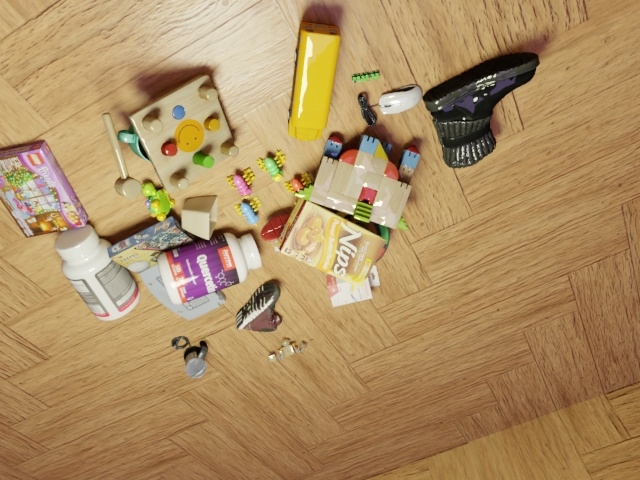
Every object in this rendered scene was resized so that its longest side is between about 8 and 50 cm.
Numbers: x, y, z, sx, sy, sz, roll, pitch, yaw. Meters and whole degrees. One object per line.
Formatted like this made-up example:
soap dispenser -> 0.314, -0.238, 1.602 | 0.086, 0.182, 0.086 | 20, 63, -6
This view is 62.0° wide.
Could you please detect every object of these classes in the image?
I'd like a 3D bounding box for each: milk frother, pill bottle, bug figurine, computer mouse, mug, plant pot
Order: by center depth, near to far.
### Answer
mug -> -0.497, -0.303, 1.533 | 0.129, 0.097, 0.158 | -55, 138, -8
computer mouse -> 0.213, -0.411, 1.592 | 0.193, 0.042, 0.106 | -17, 128, 6
bug figurine -> -0.175, -0.161, 1.726 | 0.279, 0.072, 0.216 | -24, 127, 13
plant pot -> -0.398, -0.081, 1.746 | 0.096, 0.109, 0.109 | 9, 128, 0
pill bottle -> -0.755, 0.106, 1.799 | 0.176, 0.176, 0.319 | -13, 129, 3
pill bottle -> -0.372, 0.085, 1.801 | 0.322, 0.181, 0.182 | -20, 131, -14
milk frother -> -0.531, 0.464, 2.143 | 0.143, 0.135, 0.129 | 11, 96, -19

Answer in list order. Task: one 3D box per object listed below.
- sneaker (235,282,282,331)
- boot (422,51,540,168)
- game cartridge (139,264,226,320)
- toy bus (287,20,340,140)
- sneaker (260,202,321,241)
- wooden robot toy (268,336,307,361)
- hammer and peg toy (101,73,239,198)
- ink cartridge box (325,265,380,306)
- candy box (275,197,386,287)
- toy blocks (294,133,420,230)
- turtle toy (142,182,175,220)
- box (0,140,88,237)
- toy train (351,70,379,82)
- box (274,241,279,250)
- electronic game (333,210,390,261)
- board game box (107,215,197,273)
sneaker -> -0.196, 0.269, 2.063 | 0.162, 0.106, 0.281 | 23, 133, -30
boot -> 0.499, -0.383, 1.590 | 0.347, 0.131, 0.260 | -20, 122, 22
game cartridge -> -0.513, 0.170, 1.963 | 0.198, 0.062, 0.297 | -23, 128, 16
toy bus -> -0.023, -0.430, 1.490 | 0.108, 0.130, 0.333 | 3, 128, -10
sneaker -> -0.085, -0.036, 1.797 | 0.221, 0.087, 0.128 | -24, 150, 0
wooden robot toy -> -0.145, 0.444, 2.239 | 0.173, 0.076, 0.079 | -22, 93, 10
hammer and peg toy -> -0.412, -0.270, 1.463 | 0.361, 0.127, 0.266 | -38, 134, -26
ink cartridge box -> 0.129, 0.174, 2.037 | 0.198, 0.067, 0.115 | -14, 129, 4
candy box -> 0.035, 0.008, 1.729 | 0.316, 0.087, 0.183 | 25, 96, -23
toy blocks -> 0.138, -0.208, 1.651 | 0.381, 0.191, 0.261 | 17, 102, -5
turtle toy -> -0.525, -0.129, 1.704 | 0.066, 0.095, 0.130 | 1, 130, 19
box -> -0.884, -0.152, 1.650 | 0.200, 0.057, 0.293 | -12, 129, 2
toy train -> 0.131, -0.474, 1.548 | 0.083, 0.017, 0.024 | -10, 140, 1
box -> 0.000, 0.000, 1.883 | 0.323, 0.067, 0.063 | 1, 128, -10
electronic game -> 0.128, -0.016, 1.834 | 0.229, 0.048, 0.229 | -1, 93, -9
board game box -> -0.557, 0.019, 1.779 | 0.243, 0.042, 0.165 | -25, 154, 3
